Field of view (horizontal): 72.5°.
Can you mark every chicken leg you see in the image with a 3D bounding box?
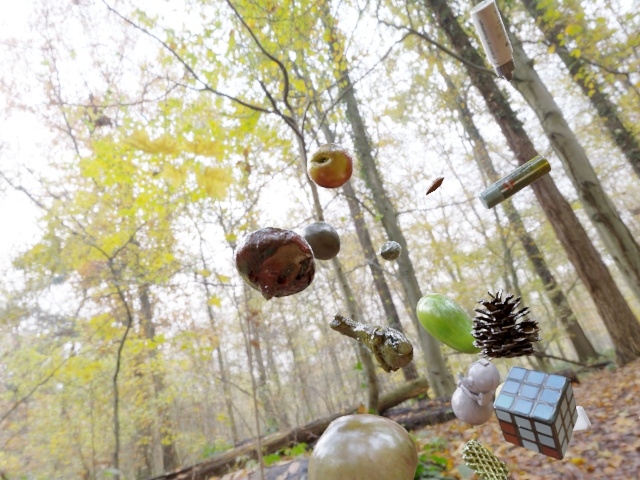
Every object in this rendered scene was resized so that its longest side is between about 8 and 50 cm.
[{"bbox_3d":[0.211,0.390,1.682,0.140,0.211,0.361,-41,31,-27],"label":"chicken leg"}]

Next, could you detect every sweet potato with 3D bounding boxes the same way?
[{"bbox_3d":[0.396,-0.191,1.517,0.034,0.034,0.095,8,-43,-43],"label":"sweet potato"}]

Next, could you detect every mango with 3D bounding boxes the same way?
[{"bbox_3d":[0.532,0.343,1.797,0.156,0.343,0.192,-32,-51,-17],"label":"mango"}]

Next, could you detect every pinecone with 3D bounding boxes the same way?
[{"bbox_3d":[0.444,0.201,1.059,0.163,0.165,0.163,-12,-3,-1],"label":"pinecone"}]

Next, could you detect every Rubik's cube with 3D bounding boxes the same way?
[{"bbox_3d":[0.600,0.473,1.214,0.162,0.163,0.160,3,37,46],"label":"Rubik's cube"}]

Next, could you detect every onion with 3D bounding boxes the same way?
[{"bbox_3d":[-0.141,0.093,1.365,0.272,0.195,0.272,0,-42,0],"label":"onion"}]

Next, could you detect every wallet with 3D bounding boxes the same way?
[{"bbox_3d":[1.103,0.790,1.919,0.033,0.095,0.190,-5,-29,-15],"label":"wallet"}]

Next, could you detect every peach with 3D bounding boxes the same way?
[{"bbox_3d":[0.043,-0.302,1.810,0.190,0.190,0.192,-26,-27,19],"label":"peach"}]

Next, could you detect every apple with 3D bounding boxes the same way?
[{"bbox_3d":[0.100,0.539,1.045,0.257,0.234,0.257,-51,-25,-34],"label":"apple"}]

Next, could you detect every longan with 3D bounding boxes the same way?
[{"bbox_3d":[0.000,0.000,2.132,0.198,0.212,0.198,-54,-17,-24],"label":"longan"}]

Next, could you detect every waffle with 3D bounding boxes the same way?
[{"bbox_3d":[0.609,0.828,1.612,0.169,0.183,0.036,-11,-48,-54],"label":"waffle"}]

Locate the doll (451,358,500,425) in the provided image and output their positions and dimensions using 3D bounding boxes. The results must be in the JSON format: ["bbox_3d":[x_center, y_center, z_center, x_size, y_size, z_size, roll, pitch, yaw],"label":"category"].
[{"bbox_3d":[0.548,0.524,1.520,0.151,0.151,0.287,-10,-52,-14],"label":"doll"}]

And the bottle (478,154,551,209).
[{"bbox_3d":[0.779,-0.232,1.760,0.286,0.082,0.082,-34,-26,7],"label":"bottle"}]

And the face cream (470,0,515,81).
[{"bbox_3d":[0.663,-0.740,1.646,0.092,0.092,0.311,-26,-59,21],"label":"face cream"}]

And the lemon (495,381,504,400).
[{"bbox_3d":[0.825,0.683,1.828,0.180,0.193,0.181,-3,-47,-3],"label":"lemon"}]

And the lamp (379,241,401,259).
[{"bbox_3d":[0.353,0.054,2.209,0.101,0.101,0.250,-27,-9,23],"label":"lamp"}]
